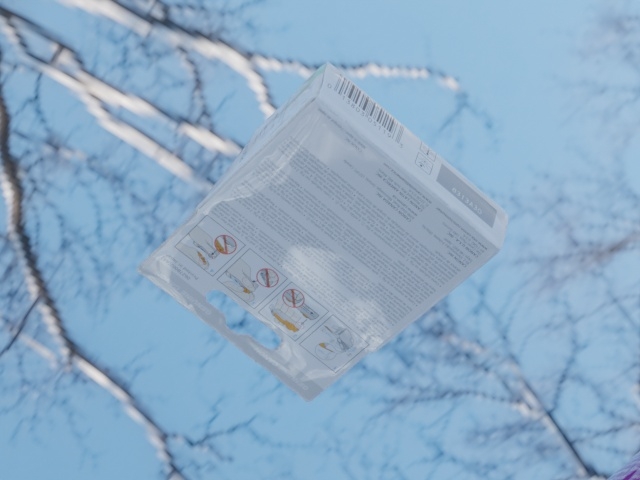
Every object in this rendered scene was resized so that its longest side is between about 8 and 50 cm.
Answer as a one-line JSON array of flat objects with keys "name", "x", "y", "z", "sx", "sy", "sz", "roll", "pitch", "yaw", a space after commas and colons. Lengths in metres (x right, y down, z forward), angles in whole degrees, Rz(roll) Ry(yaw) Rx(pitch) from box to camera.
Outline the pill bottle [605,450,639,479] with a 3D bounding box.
[{"name": "pill bottle", "x": 0.255, "y": 0.181, "z": 1.107, "sx": 0.301, "sy": 0.169, "sz": 0.169, "roll": -34, "pitch": -98, "yaw": -31}]

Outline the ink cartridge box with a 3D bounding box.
[{"name": "ink cartridge box", "x": 0.000, "y": 0.000, "z": 1.385, "sx": 0.181, "sy": 0.224, "sz": 0.056, "roll": 39, "pitch": -144, "yaw": -14}]
